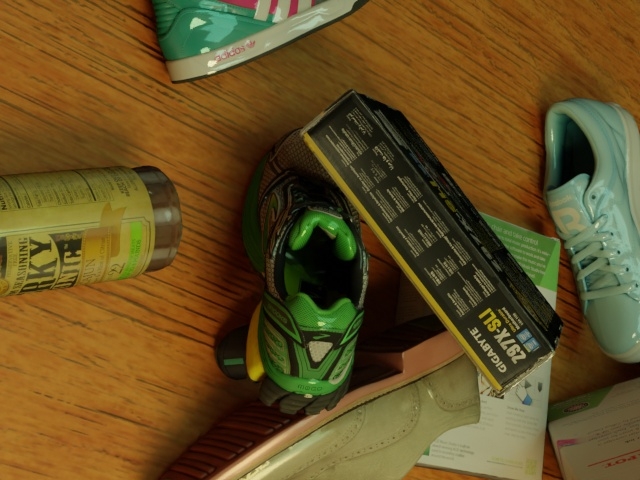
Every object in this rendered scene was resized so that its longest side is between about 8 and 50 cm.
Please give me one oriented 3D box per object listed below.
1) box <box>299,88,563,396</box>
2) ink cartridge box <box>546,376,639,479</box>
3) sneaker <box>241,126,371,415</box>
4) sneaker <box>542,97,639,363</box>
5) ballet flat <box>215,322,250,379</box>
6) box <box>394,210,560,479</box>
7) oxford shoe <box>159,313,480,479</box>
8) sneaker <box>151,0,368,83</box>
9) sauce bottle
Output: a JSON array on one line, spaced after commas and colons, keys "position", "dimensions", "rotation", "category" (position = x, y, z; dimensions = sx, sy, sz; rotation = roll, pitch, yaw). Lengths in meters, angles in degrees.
[{"position": [0.129, -0.004, 1.155], "dimensions": [0.322, 0.079, 0.257], "rotation": [53, 14, 7], "category": "box"}, {"position": [0.394, 0.270, 1.271], "dimensions": [0.207, 0.353, 0.119], "rotation": [-18, 97, 6], "category": "ink cartridge box"}, {"position": [0.000, 0.000, 1.099], "dimensions": [0.134, 0.146, 0.344], "rotation": [8, 44, -14], "category": "sneaker"}, {"position": [0.355, -0.018, 1.455], "dimensions": [0.150, 0.135, 0.366], "rotation": [7, 68, -36], "category": "sneaker"}, {"position": [-0.019, 0.099, 1.181], "dimensions": [0.203, 0.074, 0.074], "rotation": [-22, 97, -38], "category": "ballet flat"}, {"position": [0.192, 0.127, 1.349], "dimensions": [0.232, 0.058, 0.322], "rotation": [18, 74, -34], "category": "box"}, {"position": [0.017, 0.214, 1.128], "dimensions": [0.397, 0.140, 0.147], "rotation": [-24, 100, -24], "category": "oxford shoe"}, {"position": [-0.070, -0.302, 1.174], "dimensions": [0.295, 0.123, 0.178], "rotation": [-33, 113, -35], "category": "sneaker"}, {"position": [-0.292, -0.002, 0.963], "dimensions": [0.344, 0.111, 0.111], "rotation": [-9, 89, -36], "category": "sauce bottle"}]
